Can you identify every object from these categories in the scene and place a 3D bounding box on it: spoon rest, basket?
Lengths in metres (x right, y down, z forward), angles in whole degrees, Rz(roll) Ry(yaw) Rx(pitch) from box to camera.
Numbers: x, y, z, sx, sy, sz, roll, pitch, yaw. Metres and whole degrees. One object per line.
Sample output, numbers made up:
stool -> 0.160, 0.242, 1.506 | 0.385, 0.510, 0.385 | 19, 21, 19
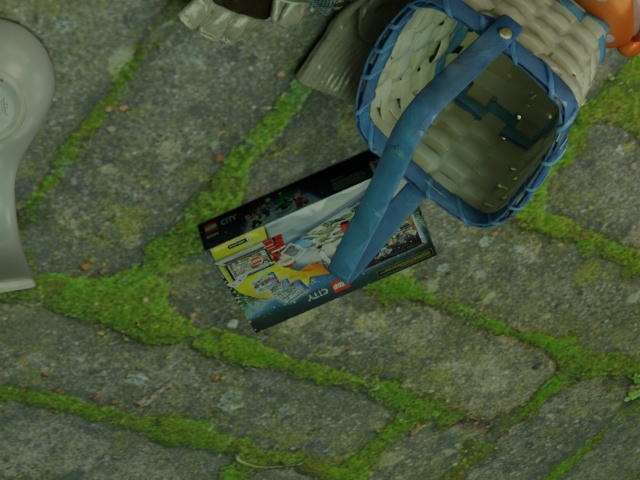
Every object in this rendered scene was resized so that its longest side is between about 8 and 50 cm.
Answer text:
spoon rest -> -0.317, -0.085, 1.225 | 0.137, 0.084, 0.276 | -7, 122, -16
basket -> 0.120, -0.107, 1.190 | 0.201, 0.289, 0.254 | 35, 142, 6

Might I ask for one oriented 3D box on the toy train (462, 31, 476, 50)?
toy train -> 0.185, -0.200, 1.331 | 0.083, 0.017, 0.023 | 4, 142, -24

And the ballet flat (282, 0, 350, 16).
ballet flat -> -0.050, -0.245, 1.118 | 0.188, 0.070, 0.070 | 23, 122, -26

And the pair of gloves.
pair of gloves -> 0.007, -0.236, 1.209 | 0.240, 0.042, 0.204 | 23, 122, -38

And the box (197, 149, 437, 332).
box -> 0.000, 0.000, 1.440 | 0.233, 0.044, 0.159 | -23, 137, 3

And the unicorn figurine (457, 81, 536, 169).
unicorn figurine -> 0.205, -0.134, 1.372 | 0.162, 0.060, 0.111 | 5, 132, -25

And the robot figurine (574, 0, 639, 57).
robot figurine -> 0.320, -0.260, 1.240 | 0.219, 0.128, 0.158 | -18, 175, -3
